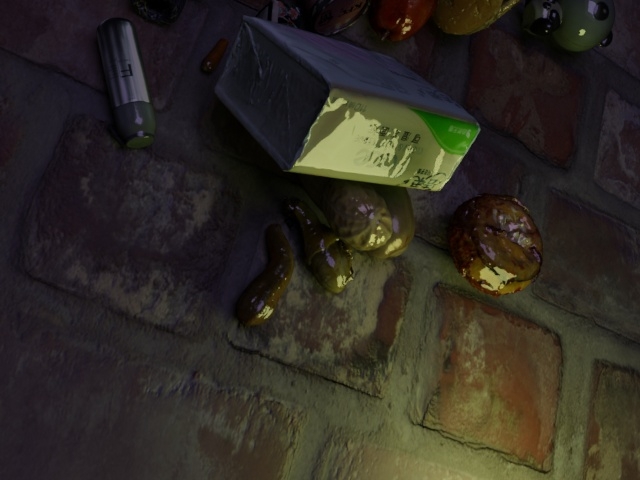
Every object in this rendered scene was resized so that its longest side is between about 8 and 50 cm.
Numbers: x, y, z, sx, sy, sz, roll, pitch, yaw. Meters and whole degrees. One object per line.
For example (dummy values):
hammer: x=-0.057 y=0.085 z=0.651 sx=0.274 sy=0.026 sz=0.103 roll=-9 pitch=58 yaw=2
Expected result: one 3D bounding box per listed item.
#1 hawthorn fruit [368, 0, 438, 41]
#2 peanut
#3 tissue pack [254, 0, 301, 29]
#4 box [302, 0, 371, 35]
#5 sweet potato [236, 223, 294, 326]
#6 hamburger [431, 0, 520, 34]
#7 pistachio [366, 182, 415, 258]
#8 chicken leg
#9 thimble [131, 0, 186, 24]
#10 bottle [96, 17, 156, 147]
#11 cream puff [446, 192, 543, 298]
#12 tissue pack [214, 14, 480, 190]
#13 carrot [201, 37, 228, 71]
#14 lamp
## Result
hawthorn fruit: x=0.190 y=-0.565 z=1.837 sx=0.173 sy=0.179 sz=0.173 roll=34 pitch=22 yaw=-16
peanut: x=0.040 y=-0.099 z=1.583 sx=0.120 sy=0.136 sz=0.298 roll=-29 pitch=51 yaw=-10
tissue pack: x=-0.098 y=-0.416 z=1.671 sx=0.090 sy=0.103 sz=0.170 roll=15 pitch=68 yaw=-28
box: x=0.019 y=-0.565 z=1.758 sx=0.151 sy=0.151 sz=0.135 roll=-22 pitch=76 yaw=-30
sweet potato: x=-0.100 y=0.071 z=1.540 sx=0.081 sy=0.062 sz=0.233 roll=28 pitch=60 yaw=-14
hamburger: x=0.359 y=-0.641 z=1.869 sx=0.144 sy=0.283 sz=0.260 roll=-11 pitch=75 yaw=-37
pistachio: x=0.134 y=-0.057 z=1.659 sx=0.131 sy=0.129 sz=0.206 roll=-2 pitch=68 yaw=-17
chicken leg: x=0.000 y=0.000 z=1.604 sx=0.103 sy=0.088 sz=0.228 roll=-26 pitch=80 yaw=-21
thimble: x=-0.331 y=-0.497 z=1.591 sx=0.104 sy=0.095 sz=0.066 roll=4 pitch=56 yaw=13
bottle: x=-0.384 y=-0.305 z=1.511 sx=0.096 sy=0.079 sz=0.254 roll=-17 pitch=79 yaw=9
cream puff: x=0.387 y=0.014 z=1.744 sx=0.240 sy=0.164 sz=0.240 roll=20 pitch=53 yaw=-29
tissue pack: x=0.049 y=-0.259 z=1.515 sx=0.404 sy=0.205 sz=0.332 roll=6 pitch=32 yaw=-41
carrot: x=-0.224 y=-0.392 z=1.644 sx=0.032 sy=0.032 sz=0.093 roll=34 pitch=57 yaw=-13
lamp: x=0.670 y=-0.607 z=2.080 sx=0.243 sy=0.198 sz=0.198 roll=-3 pitch=75 yaw=-18
